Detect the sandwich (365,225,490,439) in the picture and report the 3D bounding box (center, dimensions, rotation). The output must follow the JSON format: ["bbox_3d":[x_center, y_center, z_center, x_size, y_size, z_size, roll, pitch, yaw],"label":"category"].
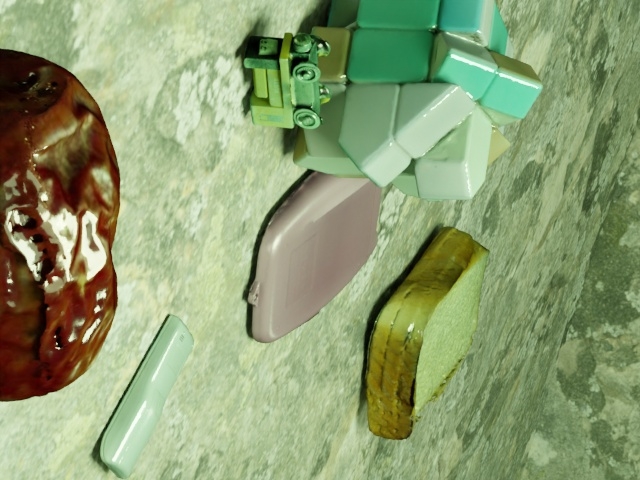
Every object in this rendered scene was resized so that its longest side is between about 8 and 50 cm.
[{"bbox_3d":[0.146,0.124,2.330,0.251,0.087,0.226,-50,154,-47],"label":"sandwich"}]

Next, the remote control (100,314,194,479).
[{"bbox_3d":[-0.168,0.155,1.646,0.162,0.029,0.061,-63,160,-18],"label":"remote control"}]

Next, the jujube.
[{"bbox_3d":[-0.224,-0.013,1.150,0.183,0.183,0.243,-43,146,-50],"label":"jujube"}]

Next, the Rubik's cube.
[{"bbox_3d":[0.104,-0.141,1.737,0.224,0.265,0.213,47,50,-65],"label":"Rubik's cube"}]

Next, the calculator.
[{"bbox_3d":[0.001,0.001,1.908,0.294,0.043,0.194,-42,147,-48],"label":"calculator"}]

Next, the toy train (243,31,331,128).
[{"bbox_3d":[-0.031,-0.156,1.620,0.122,0.081,0.050,84,15,-51],"label":"toy train"}]
